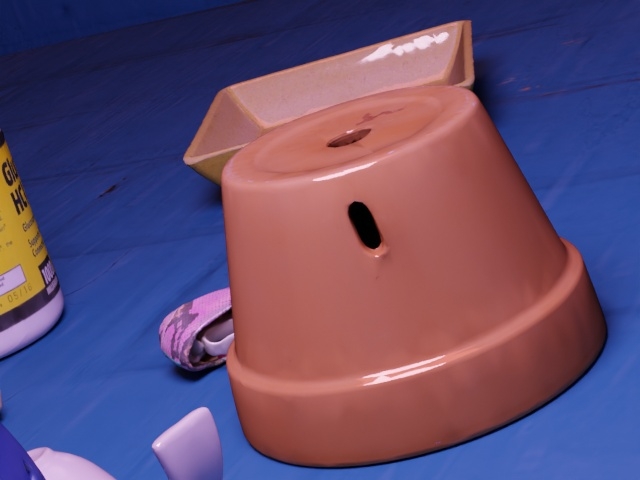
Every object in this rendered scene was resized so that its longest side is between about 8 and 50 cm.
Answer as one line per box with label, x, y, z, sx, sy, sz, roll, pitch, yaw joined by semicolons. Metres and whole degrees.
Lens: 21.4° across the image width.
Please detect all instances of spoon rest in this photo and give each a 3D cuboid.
spoon rest;-0.168;0.188;1.195;0.276;0.084;0.137;-20;10;43

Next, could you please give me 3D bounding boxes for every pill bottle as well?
pill bottle;-0.392;-0.048;1.672;0.188;0.334;0.188;-16;18;5

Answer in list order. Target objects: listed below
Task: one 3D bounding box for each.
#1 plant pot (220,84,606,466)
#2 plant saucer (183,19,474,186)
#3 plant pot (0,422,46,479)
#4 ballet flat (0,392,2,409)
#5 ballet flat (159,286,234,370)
plant pot;0.048;0.012;1.278;0.291;0.203;0.291;-17;18;6
plant saucer;0.027;-0.147;1.987;0.333;0.081;0.333;-14;18;9
plant pot;-0.273;0.196;1.002;0.236;0.212;0.236;-16;18;-2
ballet flat;-0.404;0.156;1.486;0.248;0.086;0.086;-19;17;-2
ballet flat;-0.032;0.055;1.463;0.221;0.077;0.079;-27;37;-12
